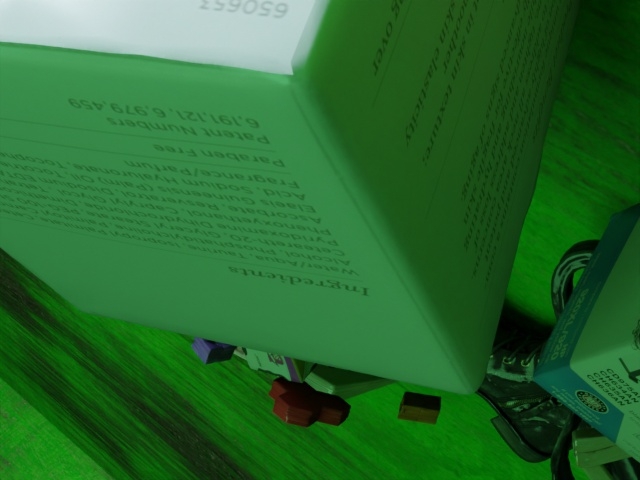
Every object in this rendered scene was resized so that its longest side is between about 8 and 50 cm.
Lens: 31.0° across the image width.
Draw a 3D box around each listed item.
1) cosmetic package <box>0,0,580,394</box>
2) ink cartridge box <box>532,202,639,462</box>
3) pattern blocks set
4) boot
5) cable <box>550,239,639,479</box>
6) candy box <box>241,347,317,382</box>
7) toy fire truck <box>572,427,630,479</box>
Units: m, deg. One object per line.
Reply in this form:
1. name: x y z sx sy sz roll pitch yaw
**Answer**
1. cosmetic package: -0.048 -0.142 0.708 0.327 0.329 0.394 9 157 22
2. ink cartridge box: 0.300 0.059 0.790 0.171 0.168 0.232 38 154 -8
3. pattern blocks set: 0.006 0.131 1.253 0.285 0.325 0.026 29 107 42
4. boot: 0.223 0.105 1.110 0.263 0.091 0.229 48 148 -5
5. cable: 0.249 0.132 1.011 0.139 0.072 0.287 -12 104 38
6. candy box: 0.000 0.000 1.121 0.071 0.233 0.159 11 135 38
7. toy fire truck: 0.254 0.157 0.942 0.192 0.135 0.047 39 -164 -8
